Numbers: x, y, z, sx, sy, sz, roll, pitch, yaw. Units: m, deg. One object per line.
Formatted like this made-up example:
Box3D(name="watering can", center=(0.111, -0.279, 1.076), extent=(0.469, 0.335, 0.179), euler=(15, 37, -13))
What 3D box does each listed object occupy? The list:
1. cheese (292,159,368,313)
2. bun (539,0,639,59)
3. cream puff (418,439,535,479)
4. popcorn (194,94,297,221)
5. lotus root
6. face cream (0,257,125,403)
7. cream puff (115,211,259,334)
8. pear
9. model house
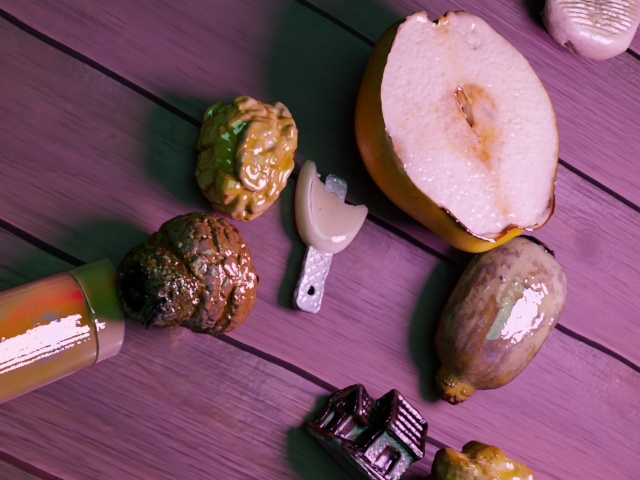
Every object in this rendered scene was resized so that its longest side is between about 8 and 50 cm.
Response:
Box3D(name="cheese", center=(-0.001, 0.000, 1.623), extent=(0.127, 0.050, 0.235), euler=(22, 70, -19))
Box3D(name="bun", center=(0.478, -0.416, 1.875), extent=(0.193, 0.128, 0.178), euler=(13, 74, -9))
Box3D(name="cream puff", center=(0.227, 0.418, 1.553), extent=(0.196, 0.244, 0.244), euler=(37, 62, 27))
Box3D(name="popcorn", center=(-0.114, -0.136, 1.557), extent=(0.163, 0.140, 0.194), euler=(43, 65, -16))
Box3D(name="lotus root", center=(0.286, 0.131, 1.668), extent=(0.173, 0.173, 0.309), euler=(35, 75, -13))
Box3D(name="face cream", center=(-0.380, 0.124, 1.380), extent=(0.285, 0.067, 0.139), euler=(-22, 99, -47))
Box3D(name="cream puff", center=(-0.202, 0.060, 1.438), extent=(0.169, 0.183, 0.183), euler=(-17, 86, -49))
Box3D(name="pear", center=(0.201, -0.163, 1.665), extent=(0.340, 0.191, 0.386), euler=(-11, 82, -30))
Box3D(name="model house", center=(0.083, 0.288, 1.568), extent=(0.165, 0.106, 0.152), euler=(46, 65, -5))
